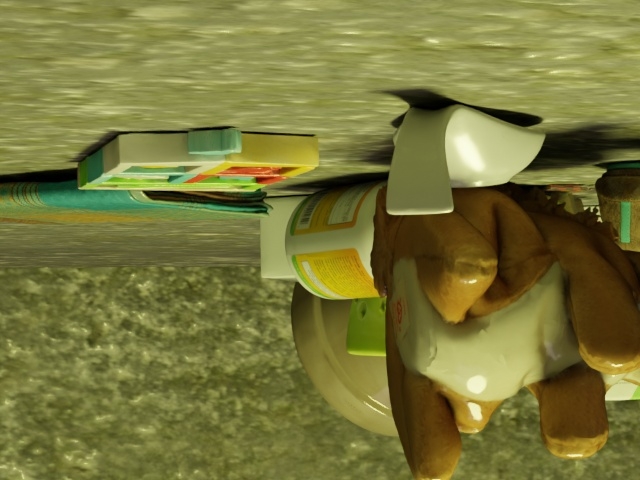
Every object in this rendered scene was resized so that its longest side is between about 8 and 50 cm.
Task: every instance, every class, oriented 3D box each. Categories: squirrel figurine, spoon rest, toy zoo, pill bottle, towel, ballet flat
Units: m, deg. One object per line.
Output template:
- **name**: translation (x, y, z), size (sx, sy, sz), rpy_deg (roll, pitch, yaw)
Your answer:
- **squirrel figurine**: translation (0.252, 0.047, 1.828), size (0.370, 0.281, 0.397), rpy_deg (-2, -153, -11)
- **spoon rest**: translation (0.116, -0.082, 1.559), size (0.137, 0.084, 0.276), rpy_deg (-1, -170, 16)
- **toy zoo**: translation (-0.120, -0.076, 1.753), size (0.192, 0.030, 0.293), rpy_deg (0, 176, -17)
- **pill bottle**: translation (0.076, -0.003, 2.098), size (0.136, 0.136, 0.245), rpy_deg (1, 176, -32)
- **towel**: translation (-0.280, -0.048, 2.086), size (0.370, 0.040, 0.271), rpy_deg (-1, 175, 31)
- **ballet flat**: translation (0.408, -0.007, 2.101), size (0.116, 0.124, 0.342), rpy_deg (1, 174, 27)

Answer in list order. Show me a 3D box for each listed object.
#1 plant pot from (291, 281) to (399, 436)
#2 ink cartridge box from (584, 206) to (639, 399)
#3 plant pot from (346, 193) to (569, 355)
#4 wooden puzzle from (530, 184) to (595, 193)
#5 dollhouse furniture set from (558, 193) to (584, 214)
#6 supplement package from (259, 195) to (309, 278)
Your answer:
- **plant pot**: translation (0.161, 0.088, 2.547), size (0.323, 0.323, 0.280), rpy_deg (1, 159, -31)
- **ink cartridge box**: translation (0.425, 0.090, 2.580), size (0.198, 0.273, 0.115), rpy_deg (0, 178, -15)
- **plant pot**: translation (0.181, 0.044, 2.248), size (0.227, 0.207, 0.228), rpy_deg (3, 177, -30)
- **wooden puzzle**: translation (0.300, -0.064, 2.231), size (0.083, 0.006, 0.049), rpy_deg (0, 176, -15)
- **dollhouse furniture set**: translation (0.378, -0.007, 2.296), size (0.151, 0.144, 0.123), rpy_deg (-22, 169, 35)
- **supplement package**: translation (0.000, 0.000, 2.346), size (0.105, 0.105, 0.179), rpy_deg (-2, 176, 20)
